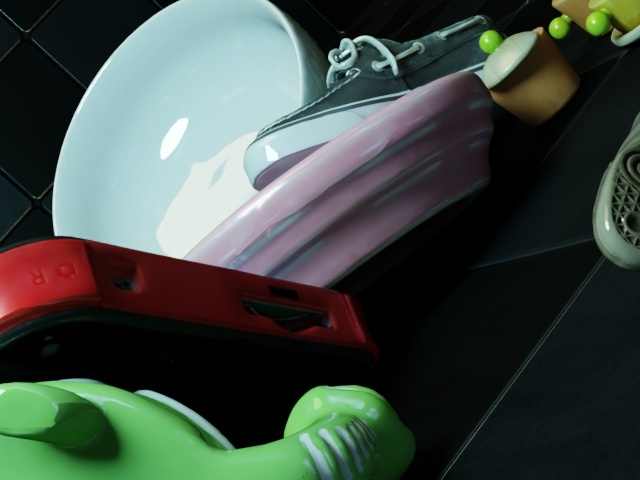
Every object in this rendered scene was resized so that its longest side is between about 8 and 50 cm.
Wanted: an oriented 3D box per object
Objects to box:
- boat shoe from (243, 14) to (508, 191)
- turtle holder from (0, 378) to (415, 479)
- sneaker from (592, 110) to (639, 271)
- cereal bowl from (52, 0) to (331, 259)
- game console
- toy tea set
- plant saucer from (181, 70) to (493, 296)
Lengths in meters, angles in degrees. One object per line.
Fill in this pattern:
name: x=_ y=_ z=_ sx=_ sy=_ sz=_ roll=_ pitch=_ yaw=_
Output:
boat shoe: x=0.052 y=-0.133 z=1.314 sx=0.306 sy=0.105 sz=0.113 roll=-23 pitch=-15 yaw=-24
turtle holder: x=-0.126 y=0.175 z=0.844 sx=0.320 sy=0.243 sz=0.227 roll=-57 pitch=-7 yaw=-1
sneaker: x=0.192 y=-0.028 z=0.839 sx=0.188 sy=0.066 sz=0.071 roll=-50 pitch=-8 yaw=-46
cereal bowl: x=-0.106 y=-0.071 z=1.480 sx=0.339 sy=0.141 sz=0.339 roll=-18 pitch=59 yaw=32
game console: x=-0.167 y=0.140 z=1.019 sx=0.342 sy=0.060 sz=0.386 roll=-42 pitch=-31 yaw=24
toy tea set: x=0.245 y=-0.254 z=1.273 sx=0.336 sy=0.124 sz=0.200 roll=-52 pitch=11 yaw=-27
plant saucer: x=0.014 y=-0.005 z=1.186 sx=0.332 sy=0.084 sz=0.332 roll=-35 pitch=-6 yaw=-4
